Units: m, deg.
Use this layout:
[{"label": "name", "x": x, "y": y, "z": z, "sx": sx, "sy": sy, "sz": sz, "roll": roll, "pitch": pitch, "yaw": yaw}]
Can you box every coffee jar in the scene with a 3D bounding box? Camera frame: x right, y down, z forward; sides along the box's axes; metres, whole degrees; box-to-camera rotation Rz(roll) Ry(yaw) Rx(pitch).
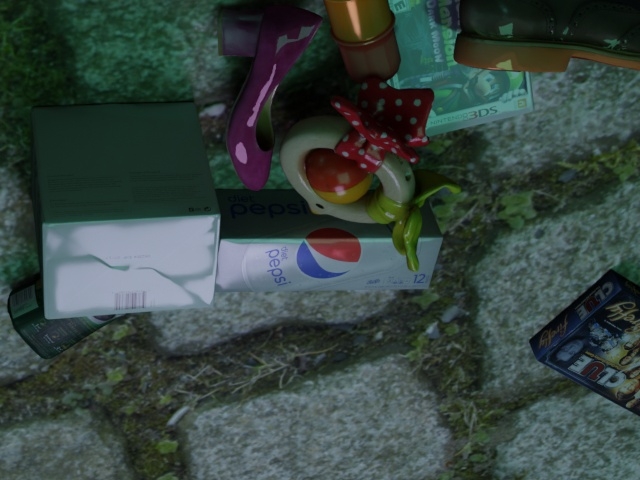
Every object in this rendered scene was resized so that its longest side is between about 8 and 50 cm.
[{"label": "coffee jar", "x": -0.287, "y": 0.067, "z": 1.984, "sx": 0.184, "sy": 0.079, "sz": 0.096, "roll": -26, "pitch": 130, "yaw": 10}]

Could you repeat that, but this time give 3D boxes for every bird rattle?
[{"label": "bird rattle", "x": 0.044, "y": -0.078, "z": 1.838, "sx": 0.207, "sy": 0.143, "sz": 0.253, "roll": 3, "pitch": 151, "yaw": 29}]

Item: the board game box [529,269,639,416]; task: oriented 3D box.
[{"label": "board game box", "x": 0.439, "y": 0.152, "z": 2.291, "sx": 0.243, "sy": 0.042, "sz": 0.165, "roll": 28, "pitch": 119, "yaw": -34}]

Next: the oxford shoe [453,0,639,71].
[{"label": "oxford shoe", "x": 0.319, "y": -0.264, "z": 1.818, "sx": 0.363, "sy": 0.130, "sz": 0.133, "roll": -6, "pitch": 106, "yaw": -31}]

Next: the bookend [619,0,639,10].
[{"label": "bookend", "x": 0.337, "y": -0.339, "z": 1.701, "sx": 0.157, "sy": 0.072, "sz": 0.156, "roll": 18, "pitch": 126, "yaw": -28}]

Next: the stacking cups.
[{"label": "stacking cups", "x": 0.019, "y": -0.307, "z": 1.715, "sx": 0.096, "sy": 0.096, "sz": 0.316, "roll": -16, "pitch": 133, "yaw": -1}]

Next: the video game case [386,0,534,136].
[{"label": "video game case", "x": 0.154, "y": -0.216, "z": 1.862, "sx": 0.173, "sy": 0.022, "sz": 0.190, "roll": -14, "pitch": 120, "yaw": -4}]

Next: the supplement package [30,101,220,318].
[{"label": "supplement package", "x": -0.226, "y": -0.037, "z": 1.821, "sx": 0.194, "sy": 0.203, "sz": 0.149, "roll": -3, "pitch": 132, "yaw": -13}]

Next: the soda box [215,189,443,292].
[{"label": "soda box", "x": 0.000, "y": 0.000, "z": 1.992, "sx": 0.286, "sy": 0.098, "sz": 0.091, "roll": 0, "pitch": 131, "yaw": -15}]

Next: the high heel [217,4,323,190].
[{"label": "high heel", "x": -0.047, "y": -0.158, "z": 1.833, "sx": 0.117, "sy": 0.082, "sz": 0.244, "roll": 4, "pitch": 122, "yaw": 12}]
